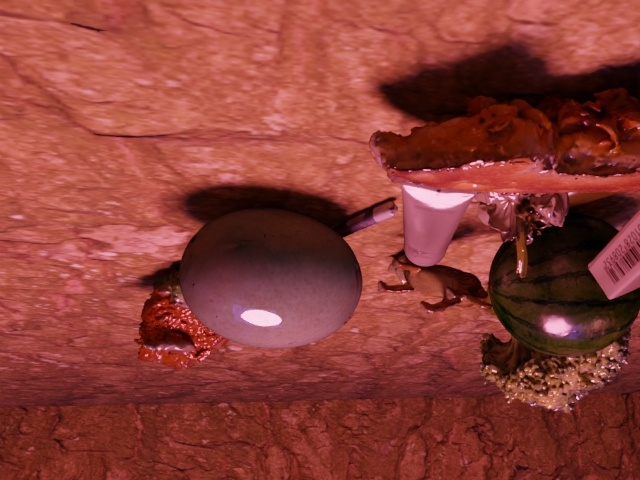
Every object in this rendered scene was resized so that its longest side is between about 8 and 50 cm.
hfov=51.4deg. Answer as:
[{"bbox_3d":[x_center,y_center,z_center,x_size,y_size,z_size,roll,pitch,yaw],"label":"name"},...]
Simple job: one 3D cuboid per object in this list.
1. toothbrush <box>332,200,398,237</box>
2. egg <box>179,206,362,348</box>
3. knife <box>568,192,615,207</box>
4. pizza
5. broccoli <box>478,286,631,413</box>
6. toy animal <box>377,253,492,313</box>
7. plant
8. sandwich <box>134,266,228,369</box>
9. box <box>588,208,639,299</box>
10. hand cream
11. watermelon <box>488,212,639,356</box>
[{"bbox_3d":[0.000,0.000,0.901,0.026,0.024,0.288,27,148,-29],"label":"toothbrush"},{"bbox_3d":[-0.054,0.046,0.803,0.237,0.169,0.169,5,159,-32],"label":"egg"},{"bbox_3d":[0.369,-0.077,0.733,0.061,0.026,0.343,10,157,-42],"label":"knife"},{"bbox_3d":[0.193,-0.088,0.594,0.306,0.085,0.161,0,176,-15],"label":"pizza"},{"bbox_3d":[0.409,0.182,1.176,0.260,0.235,0.288,20,114,-49],"label":"broccoli"},{"bbox_3d":[0.156,0.055,0.908,0.099,0.056,0.241,-6,-167,-31],"label":"toy animal"},{"bbox_3d":[0.220,-0.022,0.739,0.105,0.121,0.116,2,170,22],"label":"plant"},{"bbox_3d":[-0.182,0.129,1.038,0.185,0.159,0.109,19,171,-30],"label":"sandwich"},{"bbox_3d":[0.393,-0.071,0.573,0.205,0.051,0.365,-20,155,-11],"label":"box"},{"bbox_3d":[0.137,-0.021,0.826,0.087,0.054,0.186,9,155,7],"label":"hand cream"},{"bbox_3d":[0.327,0.055,0.857,0.215,0.187,0.188,-5,160,1],"label":"watermelon"}]
